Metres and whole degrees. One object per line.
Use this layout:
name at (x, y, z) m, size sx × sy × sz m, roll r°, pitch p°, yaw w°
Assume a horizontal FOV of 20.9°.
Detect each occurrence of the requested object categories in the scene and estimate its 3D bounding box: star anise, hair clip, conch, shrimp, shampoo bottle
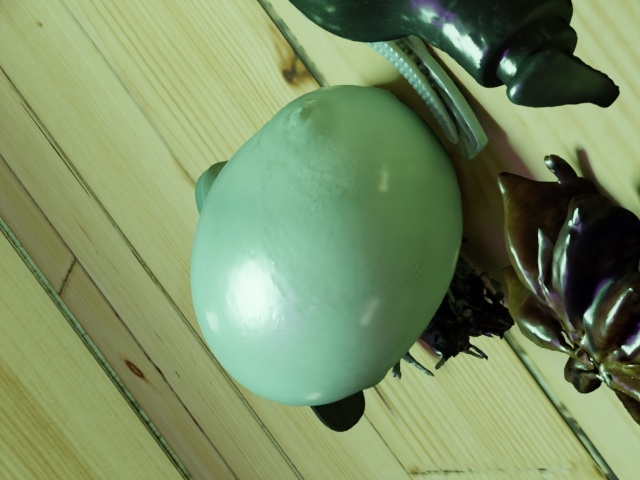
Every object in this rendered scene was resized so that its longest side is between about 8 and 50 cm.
star anise at (0.134, 0.038, 0.767) m, size 0.168 × 0.057 × 0.168 m, roll 51°, pitch 166°, yaw 18°
hair clip at (0.037, -0.083, 0.840) m, size 0.115 × 0.039 × 0.030 m, roll 50°, pitch 172°, yaw 3°
conch at (-0.004, -0.003, 0.922) m, size 0.121 × 0.185 × 0.221 m, roll 27°, pitch 155°, yaw -11°
shrimp at (0.049, 0.027, 0.984) m, size 0.076 × 0.082 × 0.174 m, roll 54°, pitch 174°, yaw -21°
shampoo bottle at (0.002, -0.148, 0.658) m, size 0.284 × 0.101 × 0.101 m, roll 48°, pitch 165°, yaw 22°

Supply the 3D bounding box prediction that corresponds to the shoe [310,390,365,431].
shoe at (-0.005, 0.080, 1.342) m, size 0.053 × 0.062 × 0.159 m, roll -1°, pitch 125°, yaw 58°

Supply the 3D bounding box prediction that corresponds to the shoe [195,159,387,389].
shoe at (-0.007, 0.009, 1.177) m, size 0.195 × 0.079 × 0.078 m, roll 57°, pitch 133°, yaw 20°
